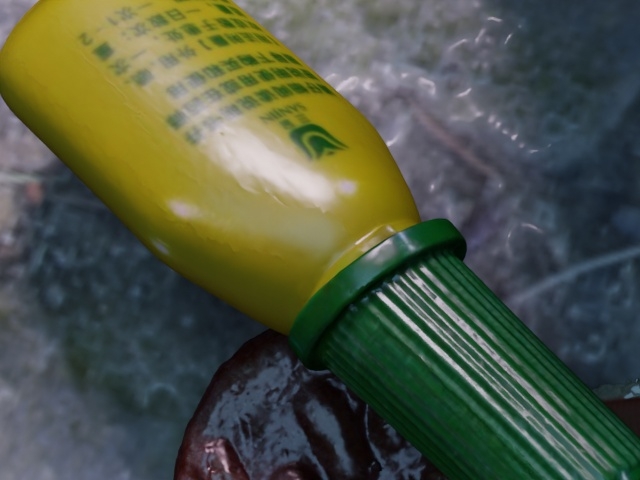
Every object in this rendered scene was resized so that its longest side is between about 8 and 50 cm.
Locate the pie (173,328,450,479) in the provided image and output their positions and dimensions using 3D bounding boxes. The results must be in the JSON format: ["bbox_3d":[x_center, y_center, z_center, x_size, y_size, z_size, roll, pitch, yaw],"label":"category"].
[{"bbox_3d":[0.017,0.092,0.618,0.154,0.036,0.154,-3,72,8],"label":"pie"}]

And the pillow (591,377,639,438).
[{"bbox_3d":[0.188,0.106,0.560,0.179,0.075,0.171,-20,74,2],"label":"pillow"}]

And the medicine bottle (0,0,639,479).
[{"bbox_3d":[0.000,0.000,0.596,0.111,0.076,0.309,-26,55,-33],"label":"medicine bottle"}]
